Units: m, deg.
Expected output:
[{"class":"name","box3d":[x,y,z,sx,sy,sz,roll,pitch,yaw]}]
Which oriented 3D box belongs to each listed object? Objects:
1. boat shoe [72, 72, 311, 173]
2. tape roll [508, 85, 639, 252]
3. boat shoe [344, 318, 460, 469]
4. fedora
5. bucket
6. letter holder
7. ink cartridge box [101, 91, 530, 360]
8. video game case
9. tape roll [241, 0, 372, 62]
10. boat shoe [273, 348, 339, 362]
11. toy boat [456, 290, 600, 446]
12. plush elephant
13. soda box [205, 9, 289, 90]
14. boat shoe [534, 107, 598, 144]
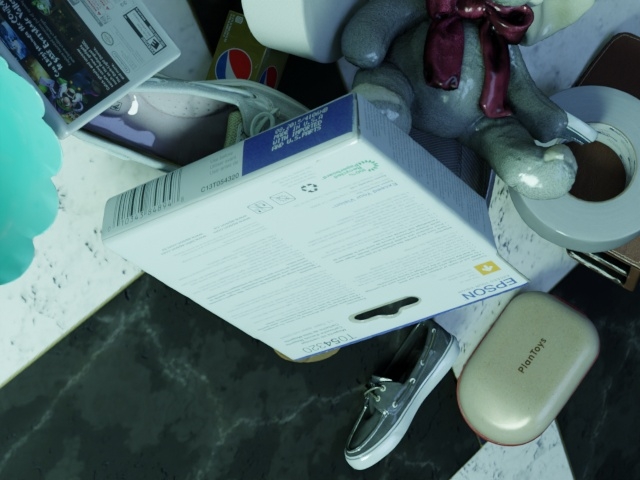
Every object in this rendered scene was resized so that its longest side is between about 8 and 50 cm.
[{"class":"boat shoe","box3d":[-0.132,-0.113,1.365,0.320,0.103,0.118,17,112,-20]},{"class":"tape roll","box3d":[0.366,-0.096,1.812,0.219,0.219,0.072,-55,170,-10]},{"class":"boat shoe","box3d":[0.098,0.201,1.801,0.228,0.080,0.076,-49,115,-11]},{"class":"fedora","box3d":[0.121,-0.082,1.633,0.124,0.244,0.275,5,116,-13]},{"class":"bucket","box3d":[-0.390,-0.072,1.176,0.281,0.183,0.281,-18,119,-36]},{"class":"letter holder","box3d":[0.438,-0.118,1.935,0.302,0.214,0.152,-58,166,-7]},{"class":"ink cartridge box","box3d":[0.000,0.000,1.401,0.330,0.324,0.071,35,44,-45]},{"class":"video game case","box3d":[-0.246,-0.212,1.263,0.190,0.022,0.173,53,48,-8]},{"class":"tape roll","box3d":[0.027,-0.377,1.367,0.392,0.072,0.392,18,90,-75]},{"class":"boat shoe","box3d":[-0.027,-0.020,1.562,0.123,0.123,0.342,-5,126,4]},{"class":"toy boat","box3d":[0.300,0.195,1.950,0.231,0.151,0.151,-52,162,-12]},{"class":"plush elephant","box3d":[0.167,-0.237,1.420,0.271,0.330,0.255,19,114,-17]},{"class":"soda box","box3d":[-0.093,-0.156,1.478,0.058,0.061,0.181,6,105,-67]},{"class":"boat shoe","box3d":[0.269,-0.151,1.764,0.183,0.065,0.083,26,97,-1]}]
